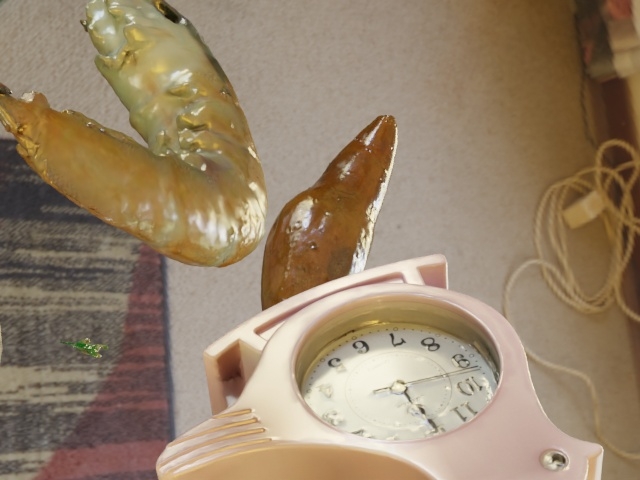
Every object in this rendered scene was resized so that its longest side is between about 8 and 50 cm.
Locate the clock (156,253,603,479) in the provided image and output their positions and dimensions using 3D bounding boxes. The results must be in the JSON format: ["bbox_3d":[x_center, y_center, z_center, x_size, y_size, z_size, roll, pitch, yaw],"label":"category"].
[{"bbox_3d":[0.028,0.144,0.687,0.290,0.275,0.080,-19,129,-17],"label":"clock"}]

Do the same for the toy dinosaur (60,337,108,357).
[{"bbox_3d":[-0.451,0.199,1.794,0.060,0.120,0.029,20,86,-61],"label":"toy dinosaur"}]

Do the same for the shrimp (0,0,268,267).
[{"bbox_3d":[-0.103,-0.060,0.591,0.185,0.068,0.287,47,22,-15],"label":"shrimp"}]

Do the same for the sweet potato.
[{"bbox_3d":[-0.002,0.005,0.986,0.112,0.112,0.359,40,46,-24],"label":"sweet potato"}]

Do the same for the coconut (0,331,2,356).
[{"bbox_3d":[-0.378,0.098,0.831,0.224,0.224,0.224,11,72,-36],"label":"coconut"}]
